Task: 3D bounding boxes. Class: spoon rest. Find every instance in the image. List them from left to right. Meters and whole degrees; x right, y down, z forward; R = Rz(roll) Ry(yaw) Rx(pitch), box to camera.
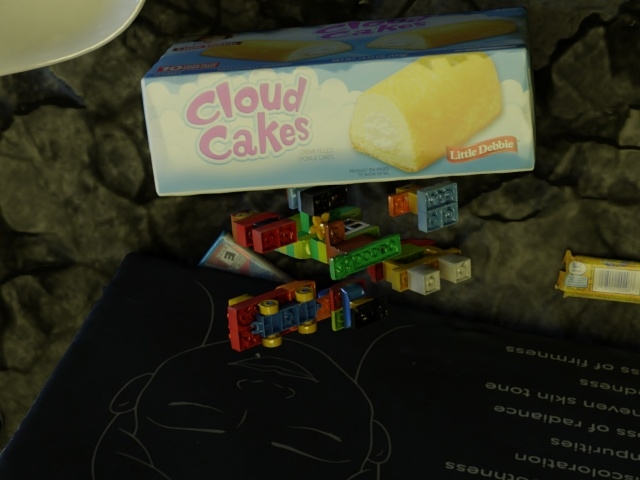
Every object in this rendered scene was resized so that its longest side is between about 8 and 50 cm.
[{"bbox_3d":[-0.242,-0.161,1.417,0.276,0.084,0.137,-37,102,17],"label":"spoon rest"}]

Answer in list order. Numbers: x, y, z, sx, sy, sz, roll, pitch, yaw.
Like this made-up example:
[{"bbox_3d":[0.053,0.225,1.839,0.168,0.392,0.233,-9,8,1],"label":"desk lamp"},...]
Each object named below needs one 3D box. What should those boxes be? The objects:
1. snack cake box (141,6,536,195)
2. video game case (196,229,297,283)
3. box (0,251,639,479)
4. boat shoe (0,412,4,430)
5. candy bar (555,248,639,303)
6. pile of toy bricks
[{"bbox_3d":[0.019,-0.100,1.374,0.264,0.152,0.089,-4,108,7],"label":"snack cake box"},{"bbox_3d":[-0.042,0.085,1.516,0.166,0.015,0.119,36,109,-7],"label":"video game case"},{"bbox_3d":[0.018,0.270,1.311,0.480,0.472,0.297,11,114,6],"label":"box"},{"bbox_3d":[-0.308,0.116,1.543,0.049,0.042,0.133,-41,99,19],"label":"boat shoe"},{"bbox_3d":[0.259,0.032,1.464,0.161,0.018,0.040,6,106,5],"label":"candy bar"},{"bbox_3d":[0.000,0.000,1.405,0.212,0.105,0.118,-19,114,-35],"label":"pile of toy bricks"}]
